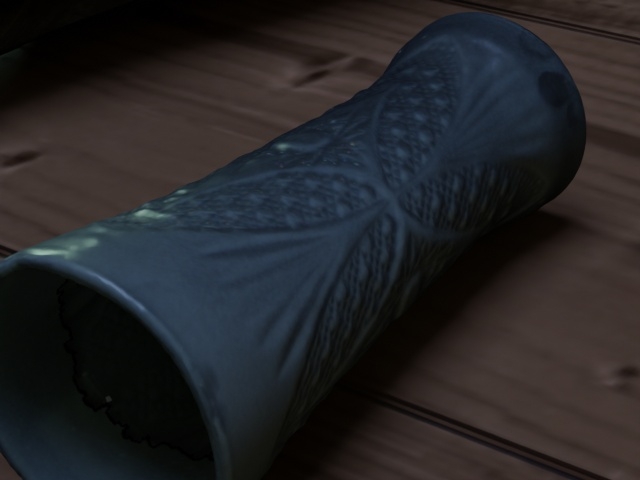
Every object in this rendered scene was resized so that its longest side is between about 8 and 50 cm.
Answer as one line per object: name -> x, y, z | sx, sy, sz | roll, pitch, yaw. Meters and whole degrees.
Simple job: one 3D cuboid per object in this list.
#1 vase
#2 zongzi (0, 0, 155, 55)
vase -> 0.000, 0.000, 0.581 | 0.096, 0.096, 0.219 | 14, 35, 34
zongzi -> -0.078, -0.146, 0.789 | 0.403, 0.208, 0.432 | 7, 51, 6
